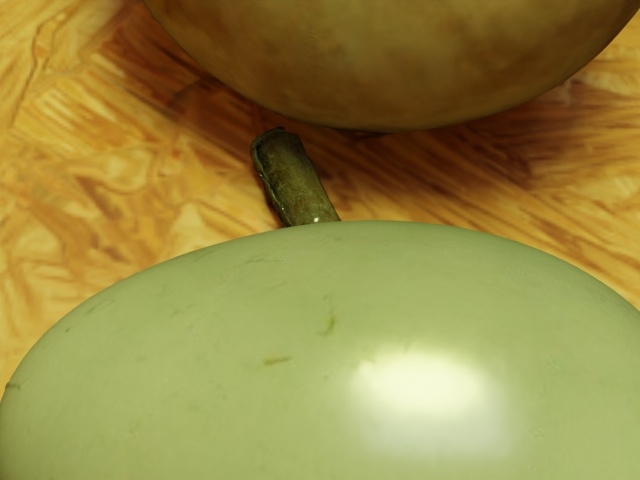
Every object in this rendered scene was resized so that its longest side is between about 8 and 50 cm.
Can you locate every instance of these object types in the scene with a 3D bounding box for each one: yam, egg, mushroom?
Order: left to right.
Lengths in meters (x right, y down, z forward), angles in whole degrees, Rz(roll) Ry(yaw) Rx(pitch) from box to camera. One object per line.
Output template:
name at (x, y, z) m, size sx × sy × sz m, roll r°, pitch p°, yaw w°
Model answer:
yam at (0.000, 0.000, 0.584) m, size 0.033 × 0.027 × 0.129 m, roll 16°, pitch 38°, yaw -49°
egg at (0.012, 0.083, 0.434) m, size 0.264 × 0.183 × 0.183 m, roll 4°, pitch 54°, yaw 3°
mushroom at (0.037, -0.212, 0.609) m, size 0.297 × 0.297 × 0.290 m, roll 17°, pitch 27°, yaw 3°
